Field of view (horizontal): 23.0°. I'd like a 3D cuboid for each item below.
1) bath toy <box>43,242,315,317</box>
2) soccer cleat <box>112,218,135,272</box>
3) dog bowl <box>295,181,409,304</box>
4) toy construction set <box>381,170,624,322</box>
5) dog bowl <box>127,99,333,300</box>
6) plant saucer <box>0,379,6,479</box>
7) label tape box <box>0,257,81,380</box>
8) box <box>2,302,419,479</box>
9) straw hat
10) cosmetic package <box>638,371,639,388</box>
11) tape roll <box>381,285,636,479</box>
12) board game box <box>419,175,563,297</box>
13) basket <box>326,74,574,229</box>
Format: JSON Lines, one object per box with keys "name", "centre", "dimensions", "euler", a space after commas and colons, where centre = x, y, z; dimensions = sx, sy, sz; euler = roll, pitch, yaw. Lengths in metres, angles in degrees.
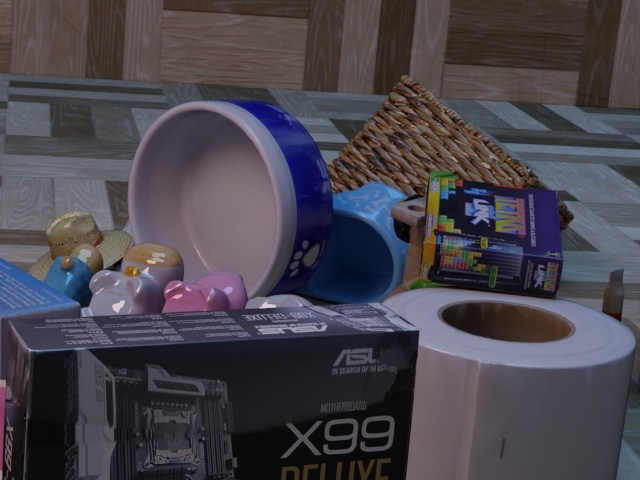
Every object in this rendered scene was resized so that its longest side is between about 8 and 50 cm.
{"name": "bath toy", "centre": [-0.140, 0.088, 1.762], "dimensions": [0.348, 0.151, 0.129], "euler": [12, -27, 27]}
{"name": "soccer cleat", "centre": [-0.253, 0.008, 2.121], "dimensions": [0.076, 0.068, 0.196], "euler": [-2, 19, -14]}
{"name": "dog bowl", "centre": [0.000, 0.000, 2.068], "dimensions": [0.297, 0.166, 0.074], "euler": [13, 29, 27]}
{"name": "toy construction set", "centre": [0.200, 0.049, 1.776], "dimensions": [0.308, 0.237, 0.257], "euler": [0, 16, -19]}
{"name": "dog bowl", "centre": [-0.114, -0.044, 1.969], "dimensions": [0.265, 0.265, 0.104], "euler": [17, 17, 38]}
{"name": "plant saucer", "centre": [-0.300, 0.194, 1.345], "dimensions": [0.332, 0.084, 0.332], "euler": [7, 13, -2]}
{"name": "label tape box", "centre": [-0.456, 0.101, 1.615], "dimensions": [0.347, 0.115, 0.249], "euler": [-9, 20, -36]}
{"name": "box", "centre": [-0.084, 0.177, 1.194], "dimensions": [0.307, 0.242, 0.076], "euler": [-1, 16, -24]}
{"name": "straw hat", "centre": [-0.320, -0.004, 2.045], "dimensions": [0.144, 0.061, 0.144], "euler": [-15, 24, 7]}
{"name": "cosmetic package", "centre": [0.513, 0.073, 1.954], "dimensions": [0.217, 0.156, 0.385], "euler": [6, 16, 11]}
{"name": "tape roll", "centre": [0.168, 0.156, 1.502], "dimensions": [0.246, 0.169, 0.246], "euler": [5, 14, -1]}
{"name": "board game box", "centre": [0.176, -0.007, 1.631], "dimensions": [0.141, 0.048, 0.170], "euler": [6, 26, 3]}
{"name": "basket", "centre": [0.178, -0.050, 2.250], "dimensions": [0.299, 0.223, 0.213], "euler": [41, 3, 34]}
